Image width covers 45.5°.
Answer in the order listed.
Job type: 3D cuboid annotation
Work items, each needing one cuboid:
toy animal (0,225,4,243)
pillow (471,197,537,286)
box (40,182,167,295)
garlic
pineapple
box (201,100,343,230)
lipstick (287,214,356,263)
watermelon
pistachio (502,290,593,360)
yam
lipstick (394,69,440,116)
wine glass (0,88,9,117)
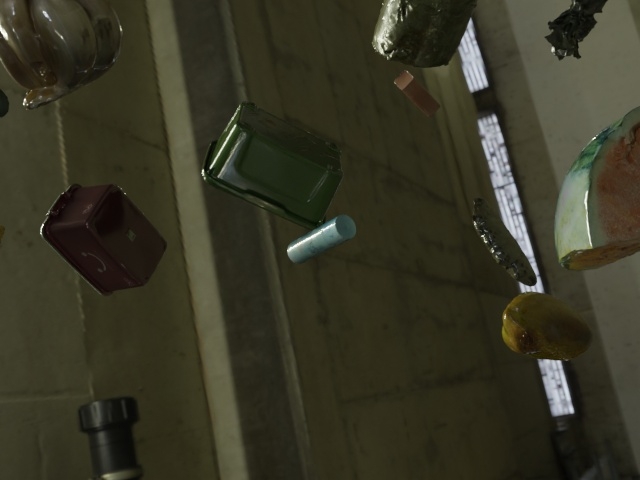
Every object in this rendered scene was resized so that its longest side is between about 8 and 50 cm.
[{"bbox_3d":[-0.656,-0.010,1.362,0.070,0.159,0.083,49,-123,-83],"label":"toy animal"},{"bbox_3d":[0.392,0.002,1.687,0.093,0.051,0.241,-2,-124,-45],"label":"pillow"},{"bbox_3d":[-0.547,-0.007,1.975,0.294,0.167,0.193,55,-139,-37],"label":"box"},{"bbox_3d":[-0.538,-0.418,1.548,0.210,0.237,0.292,-57,-30,-65],"label":"garlic"},{"bbox_3d":[0.475,-0.433,1.338,0.125,0.125,0.251,37,-101,-53],"label":"pineapple"},{"bbox_3d":[-0.105,-0.187,1.852,0.328,0.178,0.253,23,-153,-13],"label":"box"},{"bbox_3d":[0.000,0.000,1.395,0.048,0.158,0.048,14,-116,-32],"label":"lipstick"},{"bbox_3d":[0.399,-0.057,1.008,0.260,0.256,0.176,2,-156,-30],"label":"watermelon"},{"bbox_3d":[0.376,0.144,1.306,0.189,0.100,0.110,14,-115,-25],"label":"pistachio"},{"bbox_3d":[0.200,-0.447,1.308,0.304,0.167,0.168,108,170,-48],"label":"yam"},{"bbox_3d":[0.243,-0.365,1.903,0.145,0.045,0.045,32,-161,-48],"label":"lipstick"},{"bbox_3d":[-0.725,-0.251,1.570,0.079,0.195,0.079,25,-124,-44],"label":"wine glass"}]
